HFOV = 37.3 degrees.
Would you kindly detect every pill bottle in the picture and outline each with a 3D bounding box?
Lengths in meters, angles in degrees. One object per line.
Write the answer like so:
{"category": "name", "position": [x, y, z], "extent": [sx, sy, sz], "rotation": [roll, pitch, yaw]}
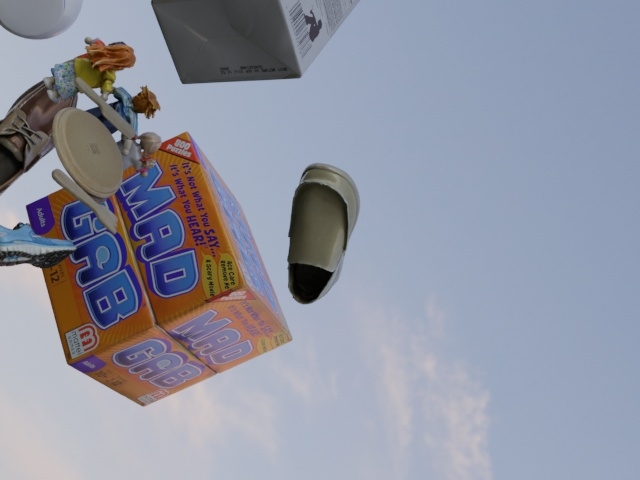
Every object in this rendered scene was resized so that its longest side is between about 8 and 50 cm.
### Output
{"category": "pill bottle", "position": [-0.545, -0.497, 1.827], "extent": [0.323, 0.182, 0.181], "rotation": [-107, -166, -61]}

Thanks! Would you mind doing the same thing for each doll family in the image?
{"category": "doll family", "position": [-0.351, -0.229, 1.556], "extent": [0.118, 0.163, 0.263], "rotation": [23, 46, -80]}

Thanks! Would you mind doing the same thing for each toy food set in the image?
{"category": "toy food set", "position": [-0.297, -0.105, 1.199], "extent": [0.039, 0.192, 0.132], "rotation": [-23, -47, 23]}

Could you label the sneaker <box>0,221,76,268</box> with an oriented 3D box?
{"category": "sneaker", "position": [-0.465, 0.000, 1.536], "extent": [0.063, 0.162, 0.073], "rotation": [-33, -111, 26]}

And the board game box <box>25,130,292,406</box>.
{"category": "board game box", "position": [-0.316, 0.070, 1.913], "extent": [0.356, 0.356, 0.356], "rotation": [59, 7, -64]}

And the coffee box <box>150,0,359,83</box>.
{"category": "coffee box", "position": [-0.055, -0.319, 1.175], "extent": [0.168, 0.297, 0.118], "rotation": [1, -52, 25]}

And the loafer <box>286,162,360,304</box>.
{"category": "loafer", "position": [0.000, 0.000, 1.466], "extent": [0.102, 0.092, 0.268], "rotation": [11, -47, 9]}

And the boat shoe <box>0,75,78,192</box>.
{"category": "boat shoe", "position": [-0.596, -0.191, 1.875], "extent": [0.123, 0.324, 0.116], "rotation": [39, -6, -19]}
